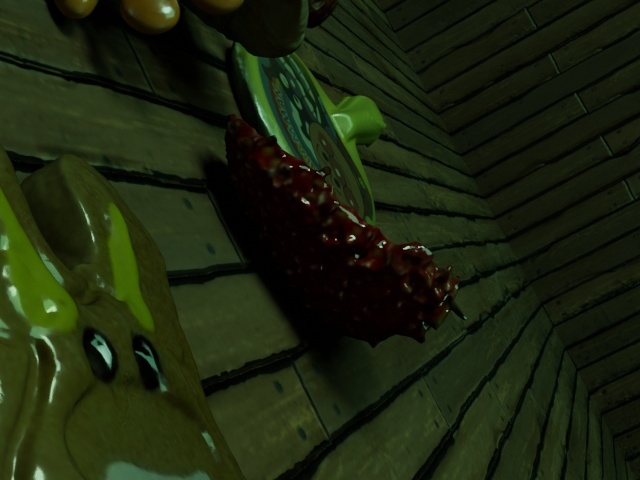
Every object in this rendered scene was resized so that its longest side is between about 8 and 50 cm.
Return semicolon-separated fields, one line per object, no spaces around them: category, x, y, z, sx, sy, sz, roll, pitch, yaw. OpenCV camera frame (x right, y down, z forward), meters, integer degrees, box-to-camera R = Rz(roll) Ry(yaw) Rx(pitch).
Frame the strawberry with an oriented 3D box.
strawberry;-0.002;0.006;0.718;0.208;0.087;0.167;34;-4;-5

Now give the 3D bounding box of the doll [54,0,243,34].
doll;-0.119;-0.222;0.614;0.220;0.143;0.135;64;-25;16

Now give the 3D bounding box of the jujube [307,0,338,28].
jujube;-0.044;-0.327;1.174;0.166;0.104;0.104;47;15;-4

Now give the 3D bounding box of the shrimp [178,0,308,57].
shrimp;-0.108;-0.293;0.733;0.360;0.085;0.247;57;-18;13

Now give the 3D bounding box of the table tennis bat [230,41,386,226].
table tennis bat;0.008;-0.107;0.995;0.224;0.054;0.369;62;17;-1

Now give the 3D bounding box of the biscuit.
biscuit;-0.073;0.081;0.358;0.295;0.044;0.186;65;17;18
